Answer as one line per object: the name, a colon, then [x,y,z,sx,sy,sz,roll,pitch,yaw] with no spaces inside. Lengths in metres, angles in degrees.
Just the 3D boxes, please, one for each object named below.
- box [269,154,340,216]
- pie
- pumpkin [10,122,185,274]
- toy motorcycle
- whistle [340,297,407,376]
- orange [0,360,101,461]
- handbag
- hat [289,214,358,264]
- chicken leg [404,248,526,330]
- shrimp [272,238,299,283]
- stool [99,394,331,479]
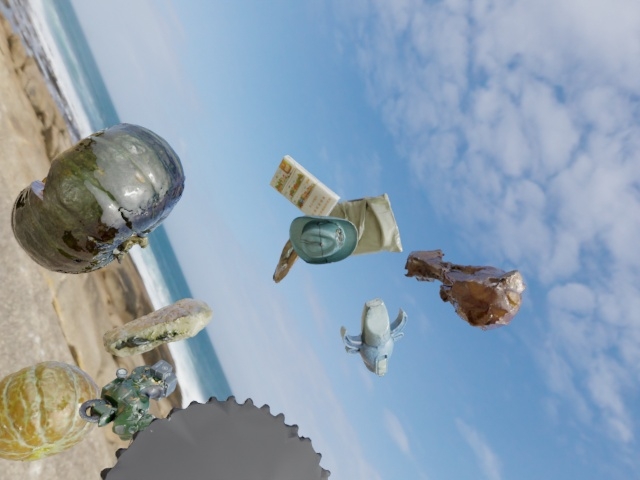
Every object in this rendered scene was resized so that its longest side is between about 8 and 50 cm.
box: [-0.053,-0.158,1.614,0.220,0.032,0.122,40,-55,10]
pie: [-0.331,0.170,1.042,0.185,0.218,0.052,-148,-138,-71]
pumpkin: [-0.294,-0.052,0.698,0.159,0.237,0.238,58,-12,-14]
toy motorcycle: [-0.476,0.417,1.336,0.187,0.274,0.125,24,-68,12]
whistle: [0.141,0.254,1.324,0.093,0.180,0.269,-121,-159,-52]
orange: [-0.821,0.498,1.491,0.249,0.329,0.329,58,-18,31]
handbag: [0.163,-0.052,2.073,0.109,0.315,0.254,12,70,-65]
hat: [0.000,0.000,1.329,0.078,0.190,0.138,-59,143,-65]
chicken leg: [0.246,0.072,0.899,0.093,0.113,0.304,54,-6,-21]
shrimp: [-0.094,0.041,1.723,0.058,0.253,0.173,30,21,-13]
stool: [-0.173,0.390,0.673,0.297,0.297,0.330,63,-36,15]
